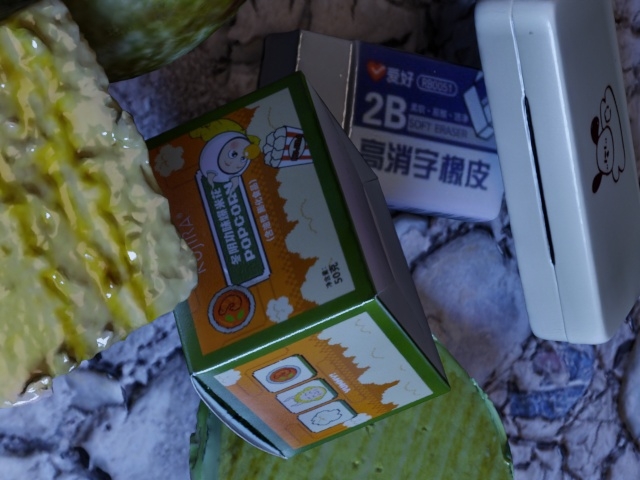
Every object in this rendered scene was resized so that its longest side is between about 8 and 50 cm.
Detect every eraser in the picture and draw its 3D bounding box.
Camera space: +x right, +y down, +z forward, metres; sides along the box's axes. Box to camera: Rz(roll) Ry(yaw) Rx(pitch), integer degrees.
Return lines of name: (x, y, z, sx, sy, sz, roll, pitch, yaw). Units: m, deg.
eraser: (0.051, -0.089, 1.485, 0.210, 0.068, 0.124, 10, 86, -32)

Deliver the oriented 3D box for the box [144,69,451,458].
box: (-0.023, 0.022, 1.316, 0.177, 0.148, 0.195, 49, 20, -58)

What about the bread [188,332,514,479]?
bread: (0.030, 0.169, 1.428, 0.301, 0.045, 0.301, 17, 54, -24)

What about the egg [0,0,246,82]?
egg: (-0.128, -0.246, 1.258, 0.238, 0.238, 0.289, 11, 100, -33)

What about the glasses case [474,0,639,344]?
glasses case: (0.202, -0.076, 1.525, 0.131, 0.070, 0.313, -46, 131, -50)

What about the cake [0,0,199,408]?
cake: (-0.270, 0.003, 1.183, 0.286, 0.227, 0.222, -33, 105, -30)
